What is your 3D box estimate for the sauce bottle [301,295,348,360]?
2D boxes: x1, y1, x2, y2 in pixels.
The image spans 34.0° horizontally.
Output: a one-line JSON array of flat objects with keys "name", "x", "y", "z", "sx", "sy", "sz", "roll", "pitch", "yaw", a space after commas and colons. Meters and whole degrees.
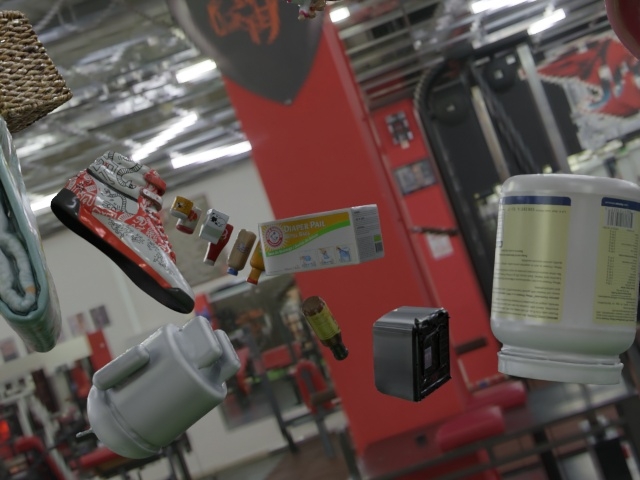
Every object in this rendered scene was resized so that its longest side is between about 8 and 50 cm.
[{"name": "sauce bottle", "x": 0.010, "y": 0.146, "z": 1.720, "sx": 0.042, "sy": 0.128, "sz": 0.042, "roll": -17, "pitch": 38, "yaw": 14}]

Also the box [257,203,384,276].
[{"name": "box", "x": 0.000, "y": 0.000, "z": 1.952, "sx": 0.203, "sy": 0.103, "sz": 0.114, "roll": -9, "pitch": 1, "yaw": 29}]

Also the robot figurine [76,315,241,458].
[{"name": "robot figurine", "x": -0.336, "y": 0.313, "z": 2.168, "sx": 0.353, "sy": 0.200, "sz": 0.300, "roll": -38, "pitch": -45, "yaw": 5}]

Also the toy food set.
[{"name": "toy food set", "x": -0.218, "y": 0.003, "z": 2.169, "sx": 0.232, "sy": 0.105, "sz": 0.111, "roll": 25, "pitch": -11, "yaw": -18}]

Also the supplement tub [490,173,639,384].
[{"name": "supplement tub", "x": 0.403, "y": 0.063, "z": 1.722, "sx": 0.235, "sy": 0.325, "sz": 0.235, "roll": 5, "pitch": -2, "yaw": 0}]

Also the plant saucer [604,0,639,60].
[{"name": "plant saucer", "x": 0.556, "y": -0.340, "z": 1.406, "sx": 0.332, "sy": 0.332, "sz": 0.084, "roll": -23, "pitch": 37, "yaw": 52}]

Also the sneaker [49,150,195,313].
[{"name": "sneaker", "x": -0.261, "y": -0.021, "z": 1.581, "sx": 0.145, "sy": 0.270, "sz": 0.090, "roll": -50, "pitch": -4, "yaw": -24}]

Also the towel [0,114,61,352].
[{"name": "towel", "x": -0.488, "y": -0.024, "z": 1.637, "sx": 0.090, "sy": 0.375, "sz": 0.320, "roll": -17, "pitch": -11, "yaw": -10}]

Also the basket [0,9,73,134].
[{"name": "basket", "x": -0.697, "y": -0.324, "z": 2.151, "sx": 0.213, "sy": 0.223, "sz": 0.299, "roll": -27, "pitch": 8, "yaw": 20}]

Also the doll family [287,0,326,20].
[{"name": "doll family", "x": -0.003, "y": -0.550, "z": 1.975, "sx": 0.163, "sy": 0.263, "sz": 0.118, "roll": 17, "pitch": -23, "yaw": -39}]

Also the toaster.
[{"name": "toaster", "x": 0.192, "y": 0.222, "z": 2.151, "sx": 0.110, "sy": 0.186, "sz": 0.168, "roll": 4, "pitch": 14, "yaw": 30}]
